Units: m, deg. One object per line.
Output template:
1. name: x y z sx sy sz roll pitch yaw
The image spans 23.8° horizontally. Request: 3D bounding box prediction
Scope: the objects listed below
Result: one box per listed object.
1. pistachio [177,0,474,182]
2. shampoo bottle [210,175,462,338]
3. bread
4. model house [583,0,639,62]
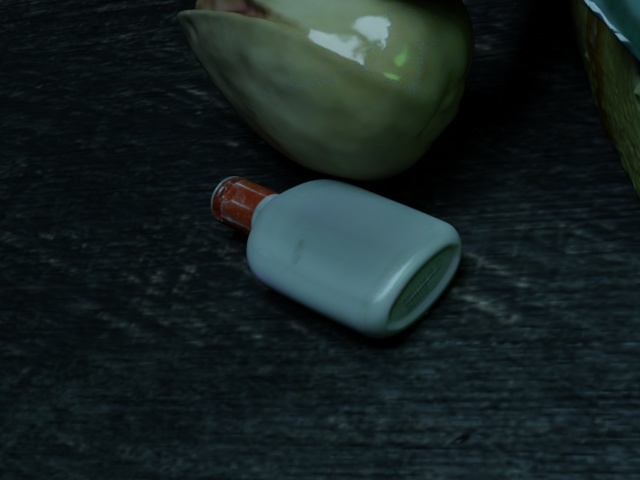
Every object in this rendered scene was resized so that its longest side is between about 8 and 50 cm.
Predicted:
1. pistachio: 0.001 -0.157 1.217 0.187 0.187 0.299 -41 42 -15
2. shampoo bottle: 0.000 0.000 1.152 0.221 0.051 0.108 24 64 42
3. bread: 0.255 -0.130 1.118 0.142 0.178 0.266 -47 29 27
4. model house: 0.364 -0.211 1.019 0.295 0.329 0.252 52 125 22
